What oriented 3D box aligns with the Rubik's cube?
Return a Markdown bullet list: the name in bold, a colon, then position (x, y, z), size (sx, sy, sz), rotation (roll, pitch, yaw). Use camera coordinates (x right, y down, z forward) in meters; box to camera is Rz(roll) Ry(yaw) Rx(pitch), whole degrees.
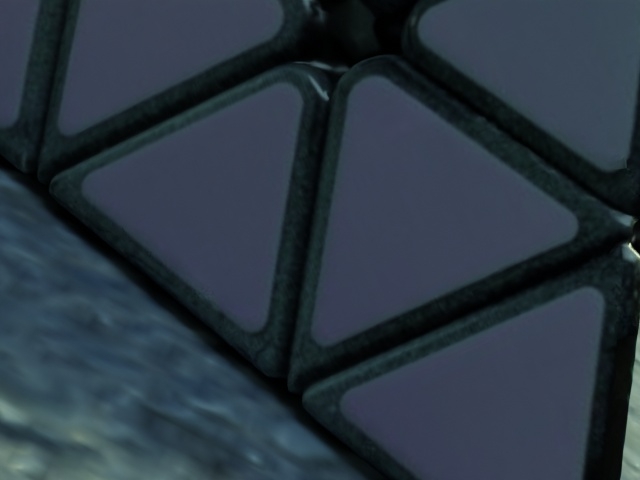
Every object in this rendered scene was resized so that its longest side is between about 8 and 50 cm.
- **Rubik's cube**: position (0.000, 0.000, 0.353), size (0.190, 0.211, 0.178), rotation (-7, 51, -6)
